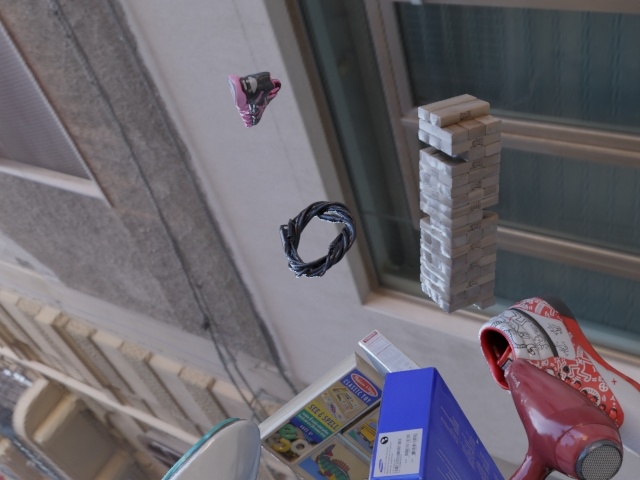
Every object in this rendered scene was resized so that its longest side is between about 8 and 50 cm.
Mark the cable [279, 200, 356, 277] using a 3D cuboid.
[{"bbox_3d":[0.000,0.000,1.413,0.185,0.150,0.047,-108,-5,-49],"label":"cable"}]

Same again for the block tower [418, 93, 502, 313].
[{"bbox_3d":[0.213,-0.045,1.149,0.097,0.091,0.336,-18,-60,-19],"label":"block tower"}]

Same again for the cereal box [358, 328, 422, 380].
[{"bbox_3d":[0.163,0.261,1.253,0.047,0.240,0.173,-37,-69,-8],"label":"cereal box"}]

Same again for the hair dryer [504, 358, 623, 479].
[{"bbox_3d":[0.224,0.252,0.807,0.080,0.223,0.294,36,-132,-23],"label":"hair dryer"}]

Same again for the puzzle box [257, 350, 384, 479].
[{"bbox_3d":[0.107,0.435,1.513,0.409,0.272,0.052,43,-163,-20],"label":"puzzle box"}]

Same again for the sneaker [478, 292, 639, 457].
[{"bbox_3d":[0.322,0.196,0.974,0.145,0.270,0.090,-16,-34,-30],"label":"sneaker"}]

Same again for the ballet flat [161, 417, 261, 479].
[{"bbox_3d":[-0.185,0.400,0.893,0.400,0.139,0.139,-48,-35,-1],"label":"ballet flat"}]

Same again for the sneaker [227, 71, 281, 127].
[{"bbox_3d":[-0.070,-0.164,0.849,0.119,0.057,0.047,103,145,-87],"label":"sneaker"}]

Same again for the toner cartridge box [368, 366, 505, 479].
[{"bbox_3d":[0.179,0.342,1.020,0.348,0.075,0.165,57,-145,-35],"label":"toner cartridge box"}]
